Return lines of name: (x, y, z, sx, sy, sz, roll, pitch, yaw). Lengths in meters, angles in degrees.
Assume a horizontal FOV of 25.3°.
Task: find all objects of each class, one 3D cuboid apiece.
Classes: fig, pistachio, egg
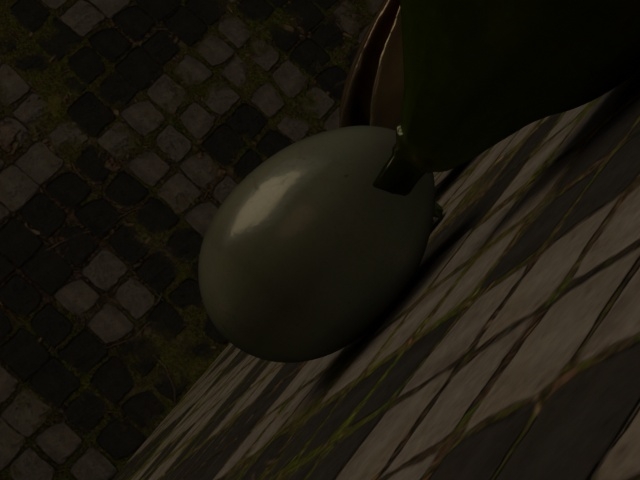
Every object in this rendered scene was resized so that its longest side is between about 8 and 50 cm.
fig: (0.147, -0.191, 0.931, 0.233, 0.233, 0.314, -51, -18, -51)
pistachio: (0.134, -0.203, 1.524, 0.193, 0.214, 0.318, 16, 62, 45)
egg: (0.000, 0.000, 1.097, 0.209, 0.151, 0.151, -45, 2, -1)

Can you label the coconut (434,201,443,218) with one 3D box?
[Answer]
coconut: (0.051, 0.003, 1.308, 0.133, 0.055, 0.158, -48, 3, 28)
